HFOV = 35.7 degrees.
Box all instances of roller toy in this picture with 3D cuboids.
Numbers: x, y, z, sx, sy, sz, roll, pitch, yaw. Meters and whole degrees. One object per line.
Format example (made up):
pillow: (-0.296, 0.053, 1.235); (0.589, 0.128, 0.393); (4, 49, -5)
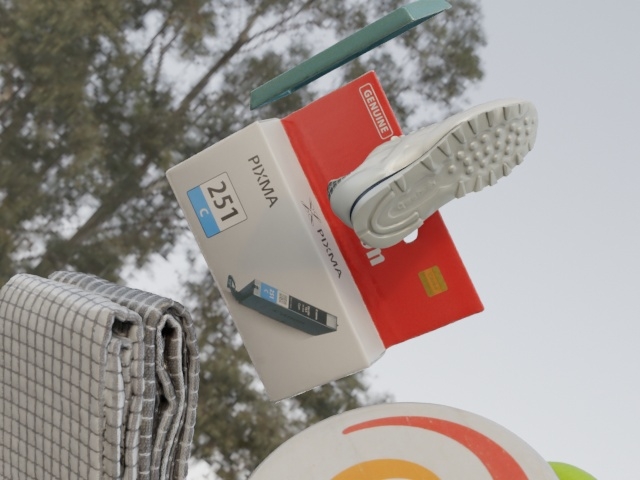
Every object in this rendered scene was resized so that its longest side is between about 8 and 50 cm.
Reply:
roller toy: (0.045, 0.200, 0.545); (0.209, 0.191, 0.146); (9, -51, 27)

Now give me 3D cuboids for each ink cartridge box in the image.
ink cartridge box: (0.000, 0.000, 1.103); (0.261, 0.066, 0.296); (-25, -89, 25)

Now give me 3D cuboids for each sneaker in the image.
sneaker: (0.116, -0.088, 1.030); (0.095, 0.235, 0.090); (49, -15, 55)

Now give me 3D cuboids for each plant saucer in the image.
plant saucer: (0.019, -0.159, 0.844); (0.192, 0.067, 0.018); (-20, -82, 40)

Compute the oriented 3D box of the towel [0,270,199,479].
towel: (-0.227, 0.181, 1.004); (0.235, 0.121, 0.284); (10, -79, 46)
